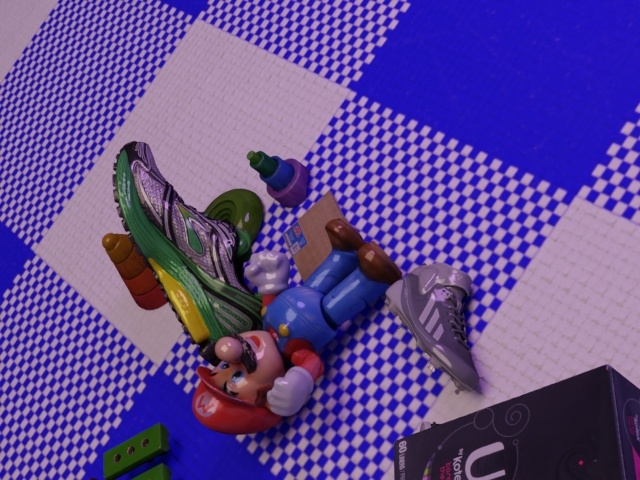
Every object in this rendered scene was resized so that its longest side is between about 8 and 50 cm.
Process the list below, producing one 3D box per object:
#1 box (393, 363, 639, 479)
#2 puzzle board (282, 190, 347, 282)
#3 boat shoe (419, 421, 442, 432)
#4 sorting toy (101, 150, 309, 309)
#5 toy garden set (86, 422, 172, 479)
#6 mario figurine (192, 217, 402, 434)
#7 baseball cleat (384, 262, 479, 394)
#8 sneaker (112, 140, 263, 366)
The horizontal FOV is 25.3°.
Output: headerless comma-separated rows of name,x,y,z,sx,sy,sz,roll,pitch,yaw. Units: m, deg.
box,0.223,0.262,1.466,0.270,0.143,0.165,-25,47,30
puzzle board,0.000,0.000,1.990,0.096,0.011,0.128,-43,39,15
boat shoe,0.139,0.264,1.633,0.046,0.038,0.125,101,167,-48
sorting toy,-0.188,-0.033,2.114,0.365,0.126,0.127,-32,43,26
toy garden set,-0.273,0.400,1.946,0.204,0.049,0.244,-31,45,24
mario figurine,-0.051,0.109,1.828,0.320,0.170,0.198,-48,4,-5
baseball cleat,0.151,0.092,1.722,0.109,0.072,0.206,-43,43,3
sneaker,-0.178,0.001,2.012,0.146,0.134,0.343,-33,79,0
